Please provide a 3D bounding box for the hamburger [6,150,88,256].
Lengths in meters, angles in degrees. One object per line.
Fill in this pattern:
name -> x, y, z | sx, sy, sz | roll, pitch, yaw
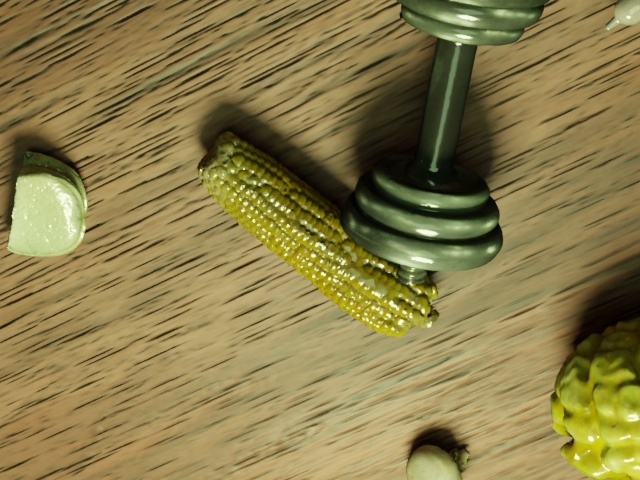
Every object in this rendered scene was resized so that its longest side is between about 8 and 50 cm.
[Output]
hamburger -> -0.302, -0.033, 1.606 | 0.084, 0.054, 0.121 | 13, 116, -8

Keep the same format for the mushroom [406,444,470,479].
mushroom -> 0.148, 0.278, 1.715 | 0.079, 0.085, 0.085 | -34, 114, -30

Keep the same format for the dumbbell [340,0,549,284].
dumbbell -> 0.129, -0.142, 1.472 | 0.179, 0.179, 0.406 | 10, 113, -2

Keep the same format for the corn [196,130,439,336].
corn -> 0.000, 0.000, 1.586 | 0.320, 0.097, 0.097 | 38, 109, -12

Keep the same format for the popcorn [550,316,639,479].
popcorn -> 0.397, 0.195, 1.584 | 0.270, 0.224, 0.258 | 28, 141, -24

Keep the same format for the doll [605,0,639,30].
doll -> 0.379, -0.241, 1.483 | 0.161, 0.059, 0.160 | 5, 113, -1
